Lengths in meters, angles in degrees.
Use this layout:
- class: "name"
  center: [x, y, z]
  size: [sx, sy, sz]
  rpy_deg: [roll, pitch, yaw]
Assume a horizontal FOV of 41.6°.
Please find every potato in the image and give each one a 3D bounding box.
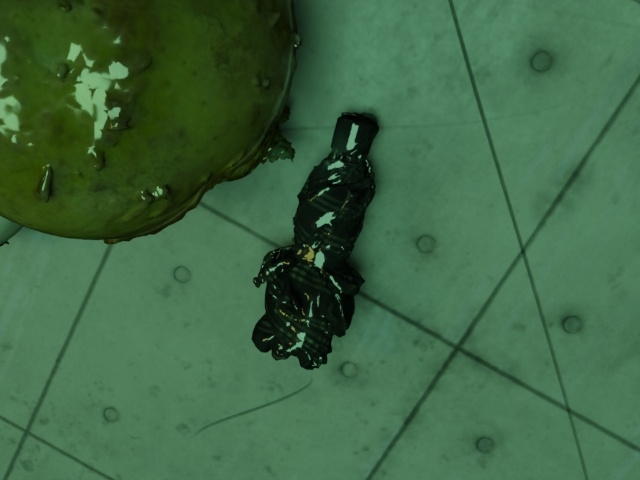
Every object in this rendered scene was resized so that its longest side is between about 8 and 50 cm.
- class: "potato"
  center: [-0.255, -0.227, 0.875]
  size: [0.386, 0.319, 0.441]
  rpy_deg: [1, 84, 25]

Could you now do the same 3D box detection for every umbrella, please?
- class: "umbrella"
  center: [0.004, 0.007, 1.080]
  size: [0.128, 0.154, 0.336]
  rpy_deg: [6, 117, -34]

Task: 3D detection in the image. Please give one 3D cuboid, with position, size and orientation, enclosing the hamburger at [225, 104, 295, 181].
- class: "hamburger"
  center: [-0.111, -0.151, 1.061]
  size: [0.185, 0.131, 0.159]
  rpy_deg: [32, 96, 0]

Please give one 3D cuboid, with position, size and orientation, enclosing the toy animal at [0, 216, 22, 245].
- class: "toy animal"
  center: [-0.519, -0.114, 1.107]
  size: [0.310, 0.251, 0.251]
  rpy_deg: [33, 112, -13]
